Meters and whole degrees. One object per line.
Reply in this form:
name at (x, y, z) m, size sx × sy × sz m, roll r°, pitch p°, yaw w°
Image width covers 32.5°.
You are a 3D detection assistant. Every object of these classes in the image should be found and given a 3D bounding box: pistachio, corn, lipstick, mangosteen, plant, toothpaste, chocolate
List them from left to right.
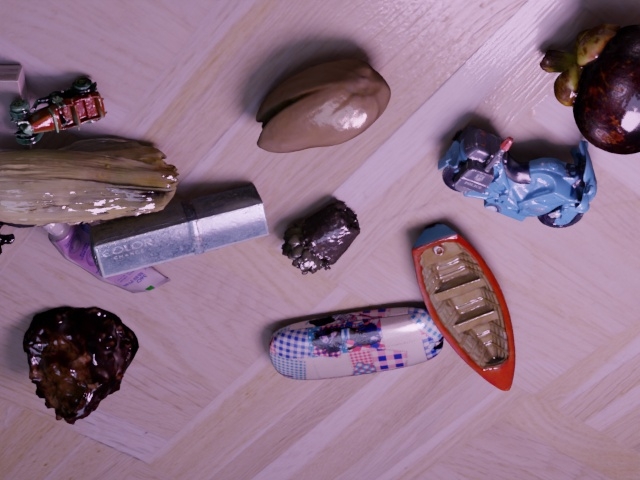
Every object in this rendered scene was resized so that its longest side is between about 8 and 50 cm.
chocolate at (-0.460, 0.251, 2.035) m, size 0.206 × 0.177 × 0.224 m, roll 24°, pitch 126°, yaw -20°
corn at (-0.381, -0.089, 1.730) m, size 0.305 × 0.123 × 0.122 m, roll -6°, pitch 111°, yaw -22°
toothpaste at (-0.373, 0.027, 1.881) m, size 0.075 × 0.048 × 0.301 m, roll -44°, pitch 143°, yaw 2°
lipstick at (-0.234, -0.016, 1.807) m, size 0.290 × 0.076 × 0.077 m, roll -16°, pitch 127°, yaw -11°
pistachio at (-0.001, -0.199, 1.674) m, size 0.226 × 0.135 × 0.136 m, roll -18°, pitch 129°, yaw 24°
plant at (0.000, 0.000, 1.873) m, size 0.143 × 0.092 × 0.094 m, roll -36°, pitch 131°, yaw 21°
mangosteen at (0.425, -0.231, 1.614) m, size 0.217 × 0.192 × 0.192 m, roll 21°, pitch 133°, yaw 14°

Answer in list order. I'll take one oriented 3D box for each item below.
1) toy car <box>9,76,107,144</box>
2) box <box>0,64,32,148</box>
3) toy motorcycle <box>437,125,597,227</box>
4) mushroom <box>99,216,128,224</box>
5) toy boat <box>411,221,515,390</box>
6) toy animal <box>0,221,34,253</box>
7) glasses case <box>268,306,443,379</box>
toy car at (-0.402, -0.195, 1.684) m, size 0.143 × 0.054 × 0.073 m, roll -23°, pitch 135°, yaw -22°
box at (-0.520, -0.207, 1.707) m, size 0.130 × 0.051 × 0.129 m, roll 1°, pitch 132°, yaw -1°
toy motorcycle at (0.331, -0.104, 1.758) m, size 0.272 × 0.123 × 0.182 m, roll 18°, pitch 139°, yaw -17°
mushroom at (-0.331, -0.029, 1.856) m, size 0.084 × 0.067 × 0.083 m, roll 9°, pitch 137°, yaw 8°
toy boat at (0.271, 0.124, 1.986) m, size 0.136 × 0.079 × 0.392 m, roll -20°, pitch 128°, yaw 14°
toy animal at (-0.497, -0.064, 1.835) m, size 0.210 × 0.117 × 0.121 m, roll -28°, pitch 166°, yaw -2°
glasses case at (0.066, 0.194, 2.048) m, size 0.328 × 0.076 × 0.125 m, roll -9°, pitch 130°, yaw 8°
